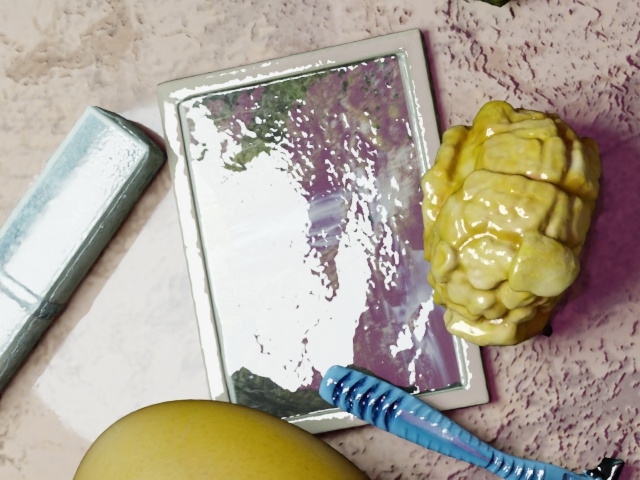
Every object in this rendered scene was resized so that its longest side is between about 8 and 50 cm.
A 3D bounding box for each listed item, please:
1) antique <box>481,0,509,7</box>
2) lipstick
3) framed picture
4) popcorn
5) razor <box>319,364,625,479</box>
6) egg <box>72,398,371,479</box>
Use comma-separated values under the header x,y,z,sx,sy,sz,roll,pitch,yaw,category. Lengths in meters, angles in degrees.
x,y,z,sx,sy,sz,roll,pitch,yaw,category
0.072,-0.270,1.504,0.221,0.081,0.080,26,94,10,antique
-0.242,0.019,1.546,0.077,0.076,0.290,37,94,11,lipstick
0.000,0.000,1.534,0.240,0.020,0.324,-10,86,10,framed picture
0.145,-0.013,1.435,0.140,0.163,0.194,17,91,11,popcorn
0.117,0.164,1.478,0.253,0.042,0.082,25,98,5,razor
-0.060,0.264,1.416,0.322,0.250,0.250,41,95,16,egg
